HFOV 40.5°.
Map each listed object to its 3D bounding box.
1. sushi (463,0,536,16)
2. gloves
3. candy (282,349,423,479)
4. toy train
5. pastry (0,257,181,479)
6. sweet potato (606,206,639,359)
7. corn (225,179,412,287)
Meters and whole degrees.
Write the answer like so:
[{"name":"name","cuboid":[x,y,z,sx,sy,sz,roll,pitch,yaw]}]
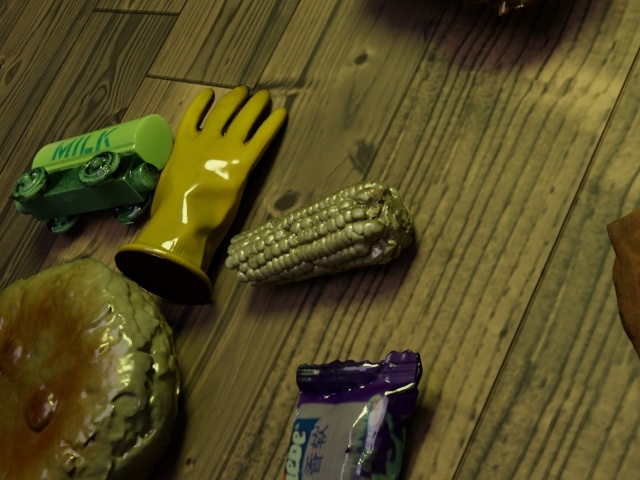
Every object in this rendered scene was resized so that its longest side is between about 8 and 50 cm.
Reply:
[{"name":"sushi","cuboid":[0.148,-0.384,0.927,0.234,0.207,0.348,-21,45,-23]},{"name":"gloves","cuboid":[-0.133,-0.078,1.058,0.133,0.116,0.294,14,62,14]},{"name":"candy","cuboid":[0.013,0.230,0.765,0.145,0.070,0.275,-8,65,43]},{"name":"toy train","cuboid":[-0.313,-0.099,1.202,0.253,0.105,0.157,-9,46,33]},{"name":"pastry","cuboid":[-0.284,0.177,0.978,0.330,0.136,0.329,-15,62,30]},{"name":"sweet potato","cuboid":[0.272,0.060,0.643,0.097,0.097,0.251,-19,53,29]},{"name":"corn","cuboid":[0.000,0.000,0.907,0.211,0.087,0.087,-19,54,37]}]
